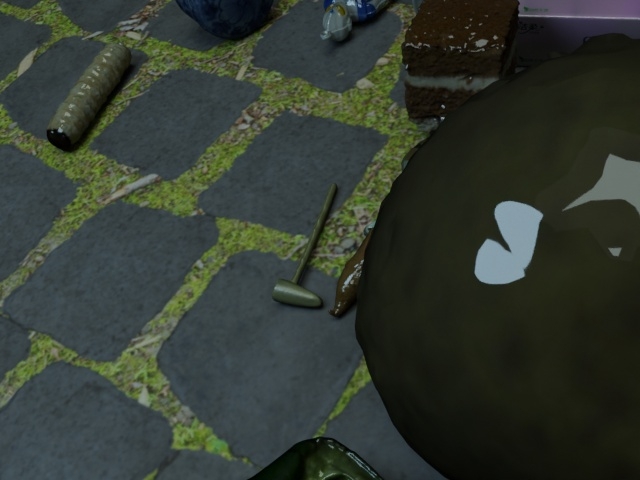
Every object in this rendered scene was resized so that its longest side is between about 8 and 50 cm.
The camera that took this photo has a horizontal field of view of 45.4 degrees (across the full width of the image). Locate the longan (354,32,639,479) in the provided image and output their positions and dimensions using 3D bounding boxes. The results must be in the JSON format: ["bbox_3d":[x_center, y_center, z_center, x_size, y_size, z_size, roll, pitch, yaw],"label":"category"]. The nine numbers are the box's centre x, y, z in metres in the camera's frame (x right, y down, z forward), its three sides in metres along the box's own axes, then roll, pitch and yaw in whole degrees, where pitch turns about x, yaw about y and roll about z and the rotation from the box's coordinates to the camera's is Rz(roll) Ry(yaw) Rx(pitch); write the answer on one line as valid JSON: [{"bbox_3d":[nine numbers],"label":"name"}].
[{"bbox_3d":[0.241,0.033,0.618,0.436,0.404,0.404,4,53,21],"label":"longan"}]

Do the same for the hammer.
[{"bbox_3d":[0.000,0.000,0.954,0.060,0.028,0.195,10,54,16],"label":"hammer"}]

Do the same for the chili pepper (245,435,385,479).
[{"bbox_3d":[0.038,0.294,0.662,0.148,0.116,0.264,-36,51,-29],"label":"chili pepper"}]

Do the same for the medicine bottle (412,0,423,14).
[{"bbox_3d":[0.208,-0.439,1.176,0.139,0.139,0.237,2,52,17],"label":"medicine bottle"}]

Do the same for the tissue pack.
[{"bbox_3d":[0.400,-0.312,1.049,0.246,0.092,0.148,8,56,20],"label":"tissue pack"}]

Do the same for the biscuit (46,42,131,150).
[{"bbox_3d":[-0.371,-0.233,1.226,0.055,0.061,0.219,33,57,-16],"label":"biscuit"}]

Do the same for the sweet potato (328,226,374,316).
[{"bbox_3d":[0.079,0.011,0.903,0.206,0.060,0.068,-46,22,-9],"label":"sweet potato"}]

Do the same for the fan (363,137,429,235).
[{"bbox_3d":[0.144,-0.073,0.982,0.227,0.008,0.152,-35,51,-14],"label":"fan"}]

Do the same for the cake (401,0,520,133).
[{"bbox_3d":[0.186,-0.224,0.998,0.135,0.147,0.134,8,51,22],"label":"cake"}]

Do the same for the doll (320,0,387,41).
[{"bbox_3d":[0.058,-0.391,1.234,0.114,0.057,0.227,13,54,19],"label":"doll"}]

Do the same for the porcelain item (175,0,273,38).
[{"bbox_3d":[-0.157,-0.412,1.249,0.147,0.147,0.114,-35,53,-13],"label":"porcelain item"}]
